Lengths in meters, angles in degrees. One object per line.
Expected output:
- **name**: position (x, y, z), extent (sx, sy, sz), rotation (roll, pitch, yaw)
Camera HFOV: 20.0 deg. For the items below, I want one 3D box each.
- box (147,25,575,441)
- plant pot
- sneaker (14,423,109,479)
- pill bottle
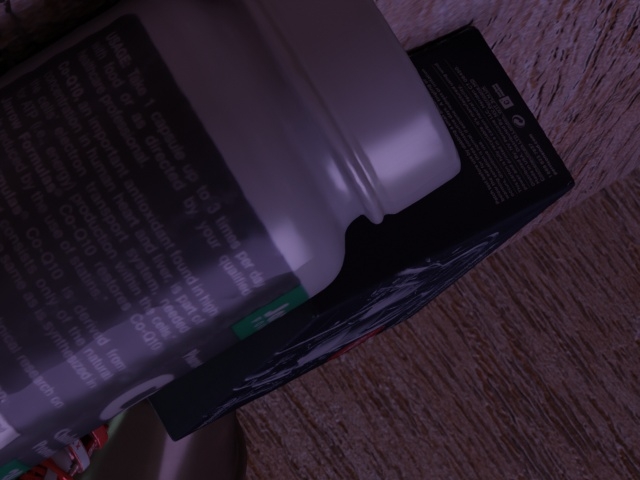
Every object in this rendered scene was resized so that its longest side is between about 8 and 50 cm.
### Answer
- **box**: position (0.000, 0.000, 1.668), extent (0.312, 0.179, 0.343), rotation (-25, 169, -33)
- **plant pot**: position (-0.188, 0.191, 1.998), extent (0.263, 0.263, 0.229), rotation (-26, 153, -36)
- **sneaker**: position (-0.233, 0.186, 1.438), extent (0.145, 0.090, 0.270), rotation (-41, -160, -7)
- **pill bottle**: position (-0.115, -0.018, 1.043), extent (0.361, 0.204, 0.204), rotation (-31, 172, 0)
